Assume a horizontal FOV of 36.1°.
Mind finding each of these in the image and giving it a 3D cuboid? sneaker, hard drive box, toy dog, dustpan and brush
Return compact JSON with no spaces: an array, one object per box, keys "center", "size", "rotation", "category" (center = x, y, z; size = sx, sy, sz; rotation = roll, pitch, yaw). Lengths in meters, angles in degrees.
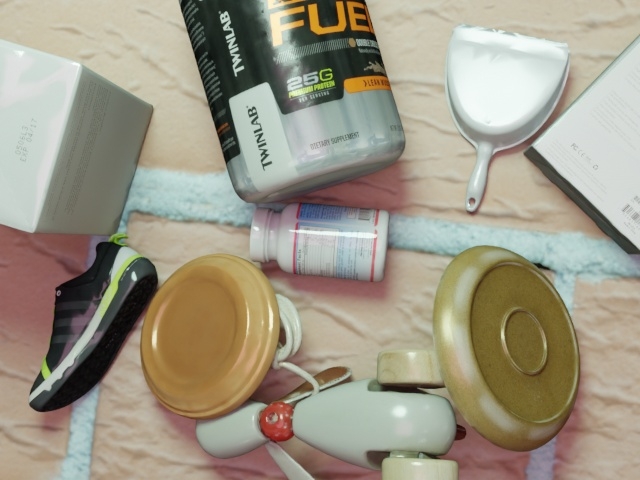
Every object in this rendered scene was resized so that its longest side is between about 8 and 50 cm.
[{"center":[-0.292,0.099,1.205],"size":[0.097,0.084,0.235],"rotation":[34,87,19],"category":"sneaker"},{"center":[0.385,-0.126,1.140],"size":[0.232,0.089,0.181],"rotation":[-45,86,3],"category":"hard drive box"},{"center":[0.034,0.210,1.133],"size":[0.333,0.161,0.220],"rotation":[16,82,35],"category":"toy dog"},{"center":[0.205,-0.140,1.178],"size":[0.147,0.060,0.211],"rotation":[15,84,16],"category":"dustpan and brush"}]

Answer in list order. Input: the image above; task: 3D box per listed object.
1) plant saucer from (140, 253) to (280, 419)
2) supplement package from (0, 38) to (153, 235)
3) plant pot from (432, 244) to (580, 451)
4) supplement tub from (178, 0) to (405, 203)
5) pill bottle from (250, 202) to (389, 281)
[{"center":[-0.140,0.108,1.156],"size":[0.199,0.037,0.200],"rotation":[-11,67,28],"category":"plant saucer"},{"center":[-0.324,-0.111,1.094],"size":[0.175,0.293,0.178],"rotation":[16,90,4],"category":"supplement package"},{"center":[0.219,0.115,1.097],"size":[0.032,0.236,0.236],"rotation":[-22,86,47],"category":"plant pot"},{"center":[-0.042,-0.226,1.117],"size":[0.207,0.207,0.338],"rotation":[-17,88,4],"category":"supplement tub"},{"center":[0.000,0.000,1.169],"size":[0.160,0.087,0.087],"rotation":[6,90,5],"category":"pill bottle"}]
